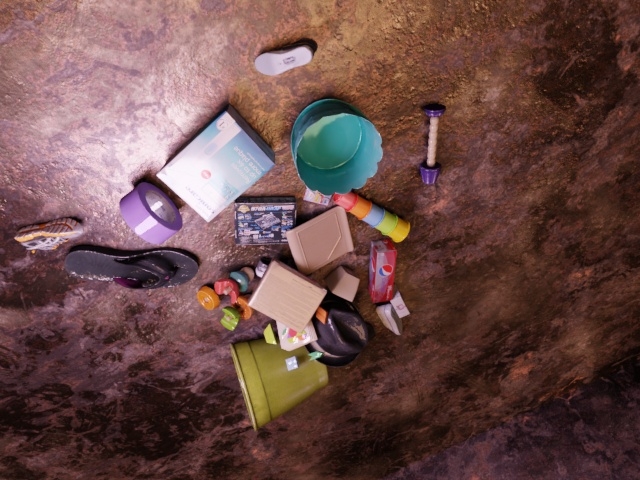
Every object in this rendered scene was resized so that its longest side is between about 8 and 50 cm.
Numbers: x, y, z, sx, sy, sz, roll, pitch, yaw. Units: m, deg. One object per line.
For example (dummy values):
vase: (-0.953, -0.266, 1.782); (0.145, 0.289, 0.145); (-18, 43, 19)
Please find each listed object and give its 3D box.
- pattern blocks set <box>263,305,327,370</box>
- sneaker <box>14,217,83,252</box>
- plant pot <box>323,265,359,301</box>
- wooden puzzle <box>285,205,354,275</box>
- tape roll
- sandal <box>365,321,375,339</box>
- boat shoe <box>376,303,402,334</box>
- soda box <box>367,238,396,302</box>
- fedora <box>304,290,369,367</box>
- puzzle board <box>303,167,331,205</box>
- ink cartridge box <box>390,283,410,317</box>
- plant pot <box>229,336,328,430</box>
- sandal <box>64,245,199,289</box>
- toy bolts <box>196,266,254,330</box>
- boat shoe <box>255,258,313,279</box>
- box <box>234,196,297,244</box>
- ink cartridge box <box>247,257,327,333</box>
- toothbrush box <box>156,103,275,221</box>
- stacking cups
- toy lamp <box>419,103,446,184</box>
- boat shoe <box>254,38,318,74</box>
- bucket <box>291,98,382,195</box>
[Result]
pattern blocks set: (-0.103, 0.330, 1.705); (0.285, 0.325, 0.026); (-34, 159, 15)
sneaker: (-0.880, -0.014, 1.417); (0.214, 0.084, 0.083); (-8, 128, 4)
plant pot: (0.096, 0.168, 1.756); (0.109, 0.109, 0.096); (28, 101, -28)
wooden puzzle: (0.000, 0.000, 1.628); (0.238, 0.044, 0.221); (-25, 127, -13)
tape roll: (-0.537, -0.086, 1.375); (0.080, 0.189, 0.189); (-34, 125, 11)
sandal: (0.155, 0.397, 1.952); (0.097, 0.054, 0.254); (-42, 123, 16)
boat shoe: (0.313, 0.354, 1.957); (0.075, 0.083, 0.226); (-2, 137, 27)
soda box: (0.251, 0.128, 1.766); (0.083, 0.092, 0.263); (-8, 125, -9)
fedora: (0.084, 0.360, 1.757); (0.334, 0.334, 0.152); (25, 158, -27)
puzzle board: (0.003, -0.189, 1.541); (0.096, 0.011, 0.128); (11, 120, -20)
ink cartridge box: (0.337, 0.263, 1.881); (0.052, 0.088, 0.122); (-25, 125, 8)
plant pot: (-0.166, 0.561, 1.838); (0.353, 0.366, 0.367); (-16, 127, -16)
sandal: (-0.665, 0.116, 1.534); (0.445, 0.107, 0.168); (3, 123, -15)
toy bolts: (-0.346, 0.193, 1.679); (0.218, 0.158, 0.228); (32, 131, 14)
boat shoe: (-0.135, 0.107, 1.677); (0.228, 0.080, 0.076); (9, 123, -10)
box: (-0.199, -0.071, 1.550); (0.220, 0.051, 0.175); (-2, 124, -12)
ink cartridge box: (-0.125, 0.205, 1.612); (0.234, 0.088, 0.193); (31, 94, -10)
toothbrush box: (-0.319, -0.239, 1.345); (0.295, 0.126, 0.216); (-36, 115, 14)
stacking cups: (0.192, -0.106, 1.599); (0.316, 0.096, 0.096); (30, 113, -26)
toy lamp: (0.387, -0.326, 1.496); (0.080, 0.080, 0.275); (-11, 124, -5)
boat shoe: (-0.096, -0.533, 1.253); (0.183, 0.083, 0.065); (-2, 129, 22)
bucket: (0.040, -0.300, 1.366); (0.281, 0.183, 0.281); (-6, 124, -10)
